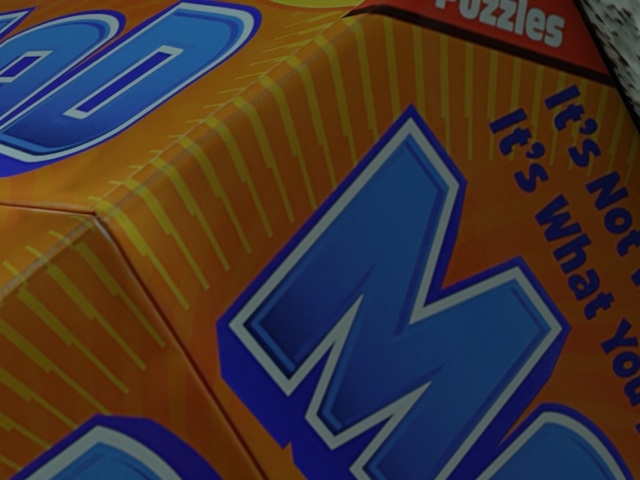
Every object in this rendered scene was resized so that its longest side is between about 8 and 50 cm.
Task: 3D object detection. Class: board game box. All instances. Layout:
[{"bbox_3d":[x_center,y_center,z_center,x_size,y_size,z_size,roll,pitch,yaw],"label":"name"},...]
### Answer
[{"bbox_3d":[-0.077,0.122,0.738,0.356,0.356,0.356,7,133,55],"label":"board game box"}]
